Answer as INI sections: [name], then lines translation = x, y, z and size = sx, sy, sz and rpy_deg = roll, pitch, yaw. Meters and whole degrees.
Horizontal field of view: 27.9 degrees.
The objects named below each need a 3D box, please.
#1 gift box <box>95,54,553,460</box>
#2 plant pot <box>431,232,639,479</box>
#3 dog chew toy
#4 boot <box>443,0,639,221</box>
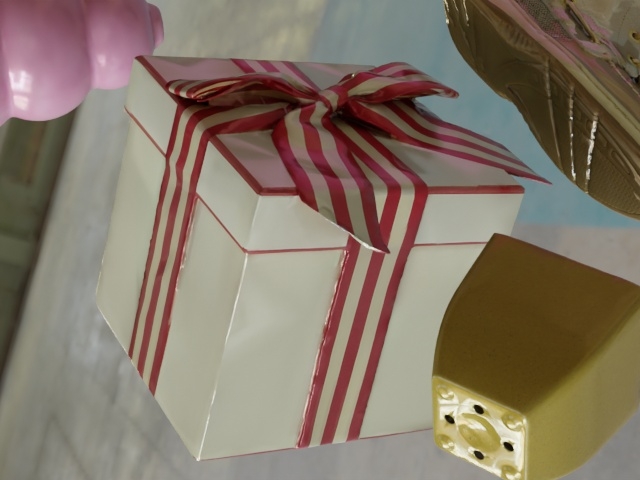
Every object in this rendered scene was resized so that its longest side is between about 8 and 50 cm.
[gift box]
translation = 0.000, 0.000, 0.978
size = 0.276, 0.255, 0.258
rpy_deg = 41, 127, 43
[plant pot]
translation = 0.092, 0.061, 0.584
size = 0.083, 0.081, 0.081
rpy_deg = -42, -38, -36
[dog chew toy]
translation = -0.341, -0.220, 1.440
size = 0.206, 0.331, 0.207
rpy_deg = 169, 90, -76
[boot]
translation = 0.186, -0.111, 0.724
size = 0.077, 0.165, 0.213
rpy_deg = 81, 162, -45
